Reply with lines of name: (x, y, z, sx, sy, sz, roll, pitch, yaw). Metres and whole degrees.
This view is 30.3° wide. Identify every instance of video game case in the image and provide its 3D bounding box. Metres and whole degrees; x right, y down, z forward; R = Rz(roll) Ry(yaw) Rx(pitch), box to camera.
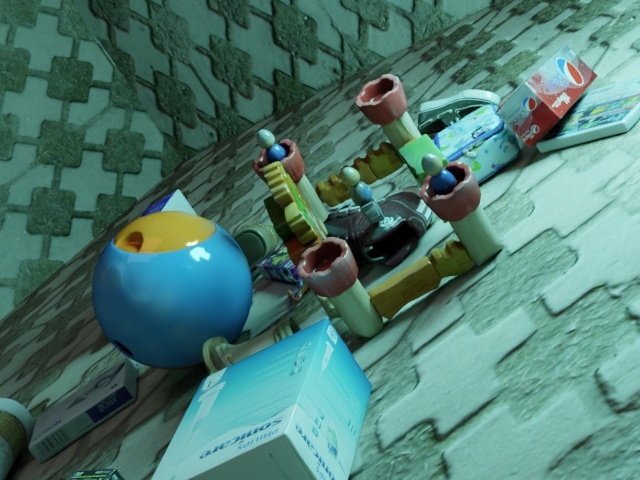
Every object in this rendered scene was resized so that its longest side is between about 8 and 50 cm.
video game case: (0.000, 0.000, 2.342, 0.232, 0.042, 0.210, -38, 13, -15)
video game case: (0.492, -0.223, 2.025, 0.183, 0.023, 0.201, -42, 17, -31)

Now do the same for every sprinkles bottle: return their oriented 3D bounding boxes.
sprinkles bottle: (-0.643, 0.424, 2.204, 0.121, 0.121, 0.355, -30, 15, 14)

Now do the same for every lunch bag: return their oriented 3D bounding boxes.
lunch bag: (0.275, -0.167, 2.195, 0.176, 0.090, 0.219, -33, 13, 14)

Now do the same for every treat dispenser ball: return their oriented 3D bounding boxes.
treat dispenser ball: (-0.266, 0.090, 2.134, 0.288, 0.288, 0.288, -32, 14, 9)

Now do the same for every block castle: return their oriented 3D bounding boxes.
block castle: (0.067, -0.081, 1.892, 0.303, 0.213, 0.453, -32, 31, 4)

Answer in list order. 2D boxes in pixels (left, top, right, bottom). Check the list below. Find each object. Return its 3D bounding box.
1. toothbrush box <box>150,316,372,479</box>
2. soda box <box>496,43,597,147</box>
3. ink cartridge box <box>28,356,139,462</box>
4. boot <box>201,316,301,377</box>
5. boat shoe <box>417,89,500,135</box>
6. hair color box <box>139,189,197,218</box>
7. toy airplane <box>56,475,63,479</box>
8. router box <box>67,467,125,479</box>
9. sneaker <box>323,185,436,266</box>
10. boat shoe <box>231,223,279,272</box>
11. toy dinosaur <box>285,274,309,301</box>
toothbrush box: (-0.071, 0.251, 1.491, 0.216, 0.126, 0.295, -28, 14, 19)
soda box: (0.407, -0.262, 2.113, 0.083, 0.092, 0.263, -46, -3, 36)
ink cartridge box: (-0.457, 0.317, 2.302, 0.223, 0.045, 0.224, -34, 14, 0)
boot: (-0.104, 0.180, 1.909, 0.165, 0.077, 0.213, -34, 19, 2)
boat shoe: (0.295, -0.267, 2.533, 0.219, 0.078, 0.070, -10, 62, 51)
hair color box: (-0.357, 0.029, 2.751, 0.110, 0.185, 0.339, -30, 14, 16)
toy airplane: (-0.489, 0.442, 1.991, 0.151, 0.028, 0.151, -31, 13, 8)
router box: (-0.304, 0.372, 1.683, 0.122, 0.092, 0.038, -17, 21, 50)
sneaker: (0.064, 0.005, 2.063, 0.281, 0.106, 0.162, -26, 19, 26)
boat shoe: (-0.215, 0.066, 2.507, 0.307, 0.110, 0.104, -27, 2, 21)
toy dinosaur: (-0.032, 0.078, 2.166, 0.090, 0.047, 0.082, -19, 36, 15)
